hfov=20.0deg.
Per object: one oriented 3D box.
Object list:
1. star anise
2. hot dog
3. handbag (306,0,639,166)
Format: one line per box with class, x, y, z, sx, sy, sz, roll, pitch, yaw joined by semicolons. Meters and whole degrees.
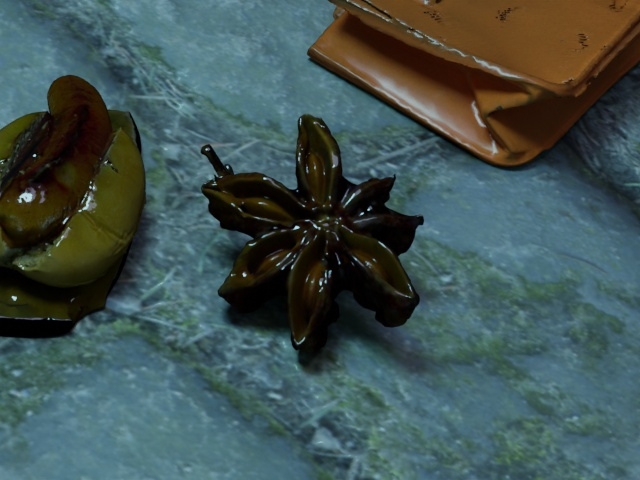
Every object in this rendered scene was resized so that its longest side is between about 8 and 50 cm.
star anise;0.000;0.000;1.647;0.190;0.126;0.220;-12;65;6
hot dog;-0.248;-0.061;1.641;0.194;0.107;0.326;7;39;-13
handbag;0.207;-0.263;2.055;0.303;0.116;0.410;31;40;15
